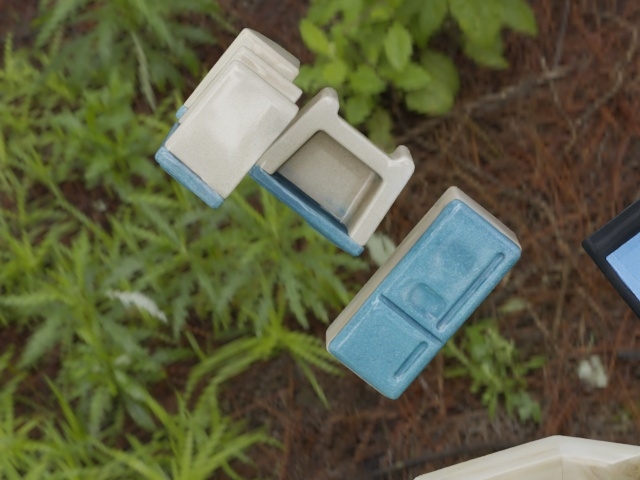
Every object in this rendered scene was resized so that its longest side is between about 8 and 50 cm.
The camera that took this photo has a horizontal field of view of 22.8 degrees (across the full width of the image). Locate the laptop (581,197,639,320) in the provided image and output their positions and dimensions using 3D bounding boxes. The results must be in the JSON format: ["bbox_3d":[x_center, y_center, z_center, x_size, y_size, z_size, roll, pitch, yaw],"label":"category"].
[{"bbox_3d":[0.234,0.063,0.579,0.234,0.137,0.264,-41,31,36],"label":"laptop"}]

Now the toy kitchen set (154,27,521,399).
[{"bbox_3d":[0.000,0.000,0.871,0.207,0.166,0.122,38,102,-9],"label":"toy kitchen set"}]

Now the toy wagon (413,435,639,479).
[{"bbox_3d":[0.174,0.223,0.931,0.267,0.068,0.344,-14,27,-18],"label":"toy wagon"}]
